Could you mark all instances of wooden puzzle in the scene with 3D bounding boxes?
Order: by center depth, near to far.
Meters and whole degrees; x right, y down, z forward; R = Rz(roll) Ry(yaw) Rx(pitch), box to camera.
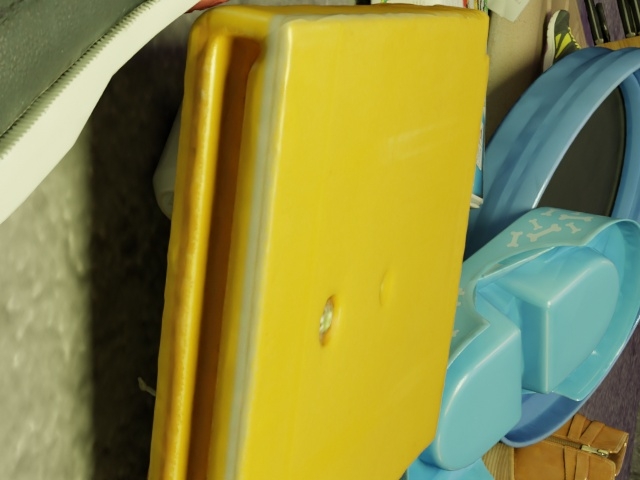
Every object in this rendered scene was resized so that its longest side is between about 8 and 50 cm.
[{"bbox_3d":[0.220,-0.138,1.344,0.348,0.080,0.322,45,51,-58],"label":"wooden puzzle"}]

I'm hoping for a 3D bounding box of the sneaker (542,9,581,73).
[{"bbox_3d":[0.239,-0.187,1.240,0.031,0.035,0.083,46,50,-58],"label":"sneaker"}]

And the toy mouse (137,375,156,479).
[{"bbox_3d":[-0.058,0.114,0.660,0.143,0.031,0.161,73,28,-44],"label":"toy mouse"}]

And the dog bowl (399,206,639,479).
[{"bbox_3d":[0.140,0.081,0.981,0.297,0.074,0.166,-35,136,-31],"label":"dog bowl"}]

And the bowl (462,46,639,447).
[{"bbox_3d":[0.233,0.002,1.202,0.391,0.077,0.391,-35,138,-39],"label":"bowl"}]

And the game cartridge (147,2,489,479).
[{"bbox_3d":[0.012,0.020,0.669,0.323,0.052,0.285,-25,124,-67],"label":"game cartridge"}]

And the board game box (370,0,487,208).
[{"bbox_3d":[0.086,-0.183,0.967,0.193,0.053,0.305,12,79,-72],"label":"board game box"}]

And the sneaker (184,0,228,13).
[{"bbox_3d":[-0.050,-0.208,0.591,0.092,0.088,0.225,28,64,-47],"label":"sneaker"}]

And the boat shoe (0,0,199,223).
[{"bbox_3d":[-0.091,-0.116,0.419,0.091,0.114,0.302,82,21,-44],"label":"boat shoe"}]

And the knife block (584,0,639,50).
[{"bbox_3d":[0.446,-0.222,1.724,0.242,0.275,0.088,-53,154,-5],"label":"knife block"}]

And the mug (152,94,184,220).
[{"bbox_3d":[-0.048,-0.033,0.630,0.078,0.062,0.064,59,46,-43],"label":"mug"}]

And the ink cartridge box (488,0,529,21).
[{"bbox_3d":[0.197,-0.306,1.103,0.191,0.082,0.140,-53,-172,43],"label":"ink cartridge box"}]

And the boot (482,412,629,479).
[{"bbox_3d":[0.244,0.190,1.329,0.073,0.152,0.197,67,32,-51],"label":"boot"}]
